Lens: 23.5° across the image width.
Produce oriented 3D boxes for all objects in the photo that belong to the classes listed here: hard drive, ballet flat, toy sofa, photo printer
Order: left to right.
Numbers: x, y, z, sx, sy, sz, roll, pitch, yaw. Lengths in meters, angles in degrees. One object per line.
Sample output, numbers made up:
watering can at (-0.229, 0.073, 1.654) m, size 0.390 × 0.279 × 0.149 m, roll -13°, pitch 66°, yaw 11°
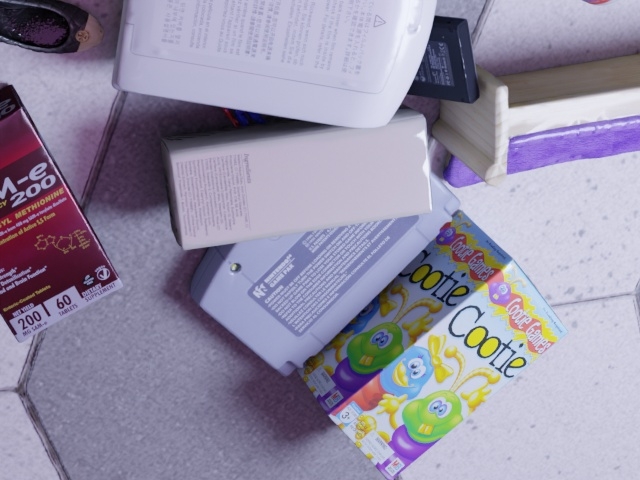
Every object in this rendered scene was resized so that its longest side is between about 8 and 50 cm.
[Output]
ballet flat at (-0.296, -0.213, 1.518) m, size 0.173 × 0.049 × 0.057 m, roll 7°, pitch 113°, yaw -26°
photo printer at (-0.039, -0.248, 1.529) m, size 0.308 × 0.107 × 0.256 m, roll 8°, pitch 113°, yaw -6°
hard drive at (0.103, -0.199, 1.652) m, size 0.022 × 0.135 × 0.094 m, roll -42°, pitch 131°, yaw -38°
toy sofa at (0.320, -0.142, 1.759) m, size 0.363 × 0.150 × 0.177 m, roll -10°, pitch 118°, yaw -18°

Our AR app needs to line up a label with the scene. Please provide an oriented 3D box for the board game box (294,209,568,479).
board game box at (0.125, 0.123, 1.816) m, size 0.275 × 0.144 × 0.142 m, roll -40°, pitch 123°, yaw 0°

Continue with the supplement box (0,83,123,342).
supplement box at (-0.317, -0.025, 1.593) m, size 0.130 × 0.073 × 0.239 m, roll -29°, pitch 122°, yaw -6°

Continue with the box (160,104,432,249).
box at (-0.026, -0.070, 1.631) m, size 0.275 × 0.094 × 0.113 m, roll -7°, pitch 104°, yaw -10°

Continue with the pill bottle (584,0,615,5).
pill bottle at (0.241, -0.346, 1.636) m, size 0.222 × 0.124 × 0.124 m, roll 22°, pitch 105°, yaw -30°

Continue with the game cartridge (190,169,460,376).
game cartridge at (0.000, 0.000, 1.755) m, size 0.294 × 0.060 × 0.196 m, roll -44°, pitch 127°, yaw 3°

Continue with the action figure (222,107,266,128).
action figure at (-0.082, -0.140, 1.662) m, size 0.038 × 0.030 × 0.115 m, roll -34°, pitch 122°, yaw 2°
